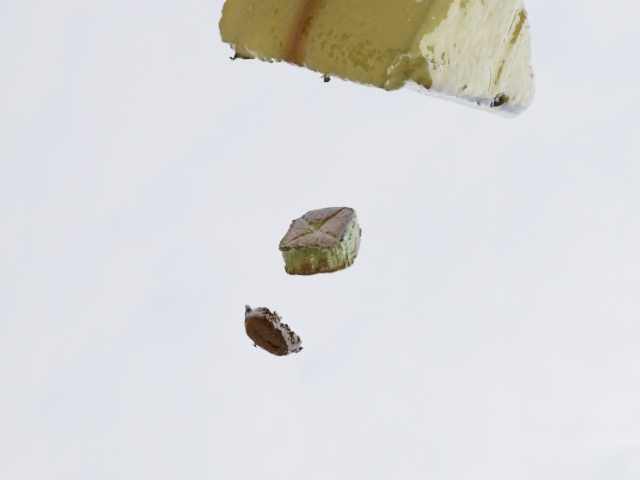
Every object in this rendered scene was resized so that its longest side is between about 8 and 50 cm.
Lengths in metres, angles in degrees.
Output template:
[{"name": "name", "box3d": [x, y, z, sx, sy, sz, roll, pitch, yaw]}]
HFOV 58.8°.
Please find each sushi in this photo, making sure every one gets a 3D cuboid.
[{"name": "sushi", "box3d": [-0.081, 0.146, 0.927, 0.061, 0.060, 0.118, -39, -88, 26]}]

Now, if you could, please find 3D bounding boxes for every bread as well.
[{"name": "bread", "box3d": [0.000, 0.000, 0.953, 0.128, 0.140, 0.069, -5, -57, 19]}, {"name": "bread", "box3d": [0.063, -0.189, 0.583, 0.264, 0.236, 0.198, 31, -97, 36]}]
